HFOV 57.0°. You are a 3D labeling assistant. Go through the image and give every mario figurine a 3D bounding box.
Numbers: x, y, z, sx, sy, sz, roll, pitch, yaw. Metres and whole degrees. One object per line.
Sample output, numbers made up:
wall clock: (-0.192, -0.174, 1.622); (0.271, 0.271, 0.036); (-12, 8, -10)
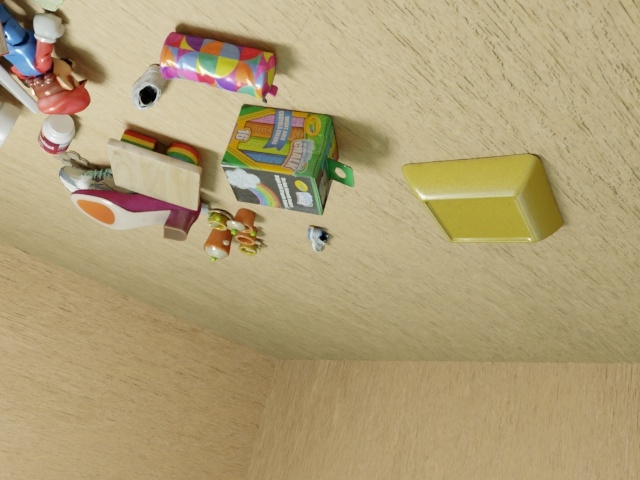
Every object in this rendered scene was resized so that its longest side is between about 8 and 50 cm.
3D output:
mario figurine: (-0.637, -0.427, 1.328); (0.198, 0.170, 0.320); (43, 170, 46)

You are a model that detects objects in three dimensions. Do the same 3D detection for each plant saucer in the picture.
plant saucer: (0.404, -0.080, 1.476); (0.333, 0.080, 0.333); (-1, 152, 33)

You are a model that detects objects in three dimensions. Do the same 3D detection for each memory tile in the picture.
memory tile: (-0.787, -0.245, 1.920); (0.113, 0.012, 0.148); (1, 153, 30)

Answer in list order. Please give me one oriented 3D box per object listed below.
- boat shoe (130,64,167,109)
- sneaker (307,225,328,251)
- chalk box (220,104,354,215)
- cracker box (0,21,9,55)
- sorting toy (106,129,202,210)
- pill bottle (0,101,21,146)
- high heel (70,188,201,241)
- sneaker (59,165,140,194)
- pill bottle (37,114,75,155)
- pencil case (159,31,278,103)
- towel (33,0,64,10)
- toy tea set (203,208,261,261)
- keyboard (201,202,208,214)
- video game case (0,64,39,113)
boat shoe: (-0.409, -0.344, 1.393); (0.066, 0.063, 0.184); (29, 153, -29)
sneaker: (0.000, 0.000, 1.947); (0.058, 0.052, 0.135); (3, 155, 17)
chalk box: (-0.058, -0.186, 1.399); (0.289, 0.179, 0.180); (10, 156, 11)
cracker box: (-0.714, -0.473, 1.133); (0.156, 0.067, 0.232); (7, 119, 18)
sorting toy: (-0.463, -0.210, 1.701); (0.256, 0.089, 0.257); (18, 157, -7)
pill bottle: (-0.964, -0.370, 1.546); (0.302, 0.169, 0.169); (29, 153, -31)
high heel: (-0.570, -0.119, 1.849); (0.378, 0.181, 0.127); (20, 136, -9)
sneaker: (-0.684, -0.193, 1.883); (0.283, 0.110, 0.122); (20, 126, -11)
pill bottle: (-0.745, -0.304, 1.667); (0.086, 0.086, 0.152); (26, 154, -24)
pencil case: (-0.205, -0.354, 1.206); (0.237, 0.104, 0.104); (16, 157, 3)
towel: (-0.573, -0.514, 1.153); (0.148, 0.027, 0.110); (31, 152, -32)
toy tea set: (-0.312, -0.003, 2.035); (0.200, 0.124, 0.336); (15, 157, 2)
keyboard: (-0.495, -0.145, 1.952); (0.256, 0.014, 0.072); (21, 159, -5)
video game case: (-0.783, -0.419, 1.386); (0.206, 0.026, 0.227); (37, 167, 26)
